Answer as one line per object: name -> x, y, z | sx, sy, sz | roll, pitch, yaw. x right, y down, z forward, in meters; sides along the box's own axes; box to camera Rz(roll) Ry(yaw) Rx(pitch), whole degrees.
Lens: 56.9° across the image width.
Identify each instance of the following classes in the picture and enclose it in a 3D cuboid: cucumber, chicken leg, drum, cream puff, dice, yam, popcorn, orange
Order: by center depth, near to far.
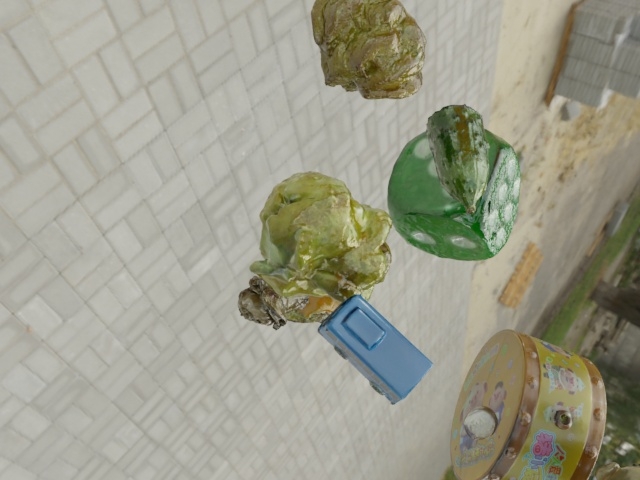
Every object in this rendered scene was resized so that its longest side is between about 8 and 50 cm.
yam -> 0.250, 0.279, 0.914 | 0.046, 0.046, 0.264 | -58, 158, -4
cream puff -> 0.091, -0.369, 1.106 | 0.244, 0.196, 0.244 | -12, 90, -84
popcorn -> 0.006, -0.004, 1.122 | 0.276, 0.277, 0.225 | 66, 36, -55
cucumber -> 0.302, -0.164, 1.271 | 0.134, 0.135, 0.244 | 60, 23, -57
chicken leg -> -0.098, 0.142, 1.337 | 0.196, 0.081, 0.125 | 23, 64, -40
drum -> 0.515, 0.452, 1.509 | 0.431, 0.214, 0.430 | -159, -90, -88
orange -> -0.014, 0.176, 1.625 | 0.170, 0.160, 0.112 | 27, 73, -75
dice -> 0.380, -0.125, 1.659 | 0.287, 0.300, 0.297 | 50, 57, -47

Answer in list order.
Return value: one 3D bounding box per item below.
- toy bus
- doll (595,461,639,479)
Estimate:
toy bus -> 0.089, 0.178, 0.992 | 0.090, 0.185, 0.106 | -45, 171, -17
doll -> 0.666, 0.589, 1.127 | 0.248, 0.349, 0.247 | -13, 117, -26
